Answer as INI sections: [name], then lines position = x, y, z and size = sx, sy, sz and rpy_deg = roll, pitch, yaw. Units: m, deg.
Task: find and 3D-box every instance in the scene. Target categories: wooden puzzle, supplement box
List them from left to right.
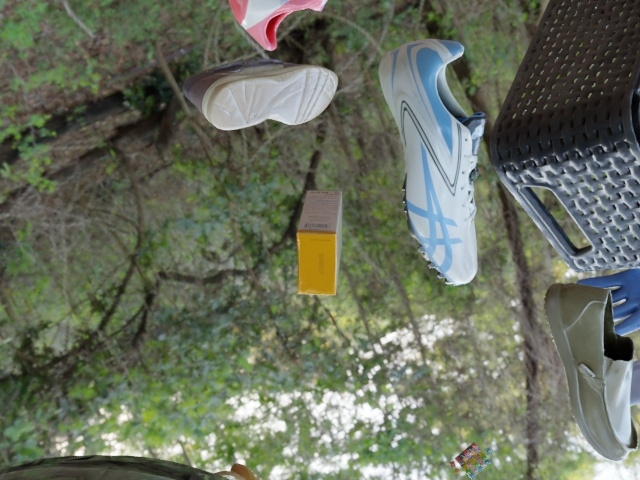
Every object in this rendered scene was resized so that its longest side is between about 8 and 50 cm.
[supplement box]
position = 0.000, 0.000, 0.680
size = 0.036, 0.062, 0.098
rpy_deg = 2, -155, 4
[wooden puzzle]
position = 0.289, 0.418, 1.400
size = 0.083, 0.049, 0.006
rpy_deg = -40, 175, -1

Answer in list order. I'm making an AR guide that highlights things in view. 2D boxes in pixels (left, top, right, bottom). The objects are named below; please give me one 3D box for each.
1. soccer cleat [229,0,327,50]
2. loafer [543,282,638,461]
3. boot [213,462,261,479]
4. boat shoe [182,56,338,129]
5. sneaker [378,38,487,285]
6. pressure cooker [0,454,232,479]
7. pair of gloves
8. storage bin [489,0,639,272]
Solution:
[soccer cleat]
position = 0.004, -0.297, 0.768
size = 0.248, 0.095, 0.083
rpy_deg = -27, -170, 32
[loafer]
position = 0.215, 0.100, 0.562
size = 0.050, 0.148, 0.056
rpy_deg = -18, -171, 37
[boot]
position = -0.124, 0.406, 1.126
size = 0.104, 0.295, 0.211
rpy_deg = -21, -153, -4
[boat shoe]
position = -0.083, -0.231, 1.110
size = 0.285, 0.092, 0.102
rpy_deg = -22, 143, -48
[sneaker]
position = 0.118, -0.068, 0.685
size = 0.086, 0.237, 0.085
rpy_deg = -8, -163, 23
[pressure cooker]
position = -0.105, 0.276, 0.264
size = 0.375, 0.370, 0.420
rpy_deg = -63, -179, -2
[pair of gloves]
position = 0.346, 0.087, 0.733
size = 0.159, 0.198, 0.023
rpy_deg = -23, 145, 28
[storage bin]
position = 0.189, -0.082, 0.439
size = 0.084, 0.122, 0.180
rpy_deg = -8, -135, 49
